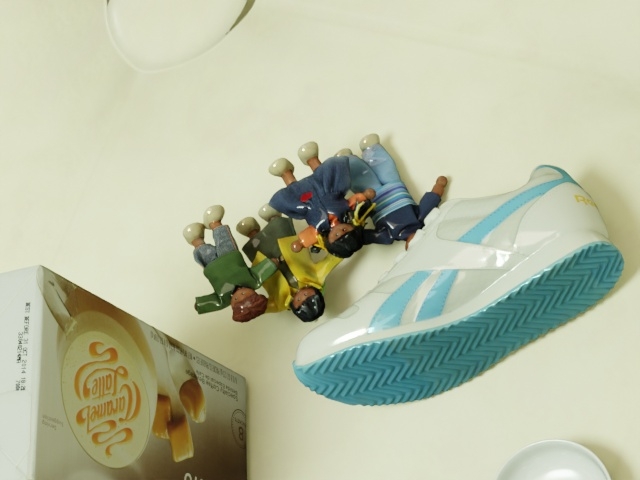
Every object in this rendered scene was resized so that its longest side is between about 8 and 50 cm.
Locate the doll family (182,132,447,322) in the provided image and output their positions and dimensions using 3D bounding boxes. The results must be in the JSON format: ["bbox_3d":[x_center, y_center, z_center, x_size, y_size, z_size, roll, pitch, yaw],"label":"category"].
[{"bbox_3d":[0.000,0.000,1.192,0.193,0.076,0.111,-37,52,7],"label":"doll family"}]

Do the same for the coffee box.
[{"bbox_3d":[-0.150,0.127,1.113,0.098,0.246,0.141,-12,63,25],"label":"coffee box"}]

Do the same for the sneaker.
[{"bbox_3d":[0.084,0.034,1.131,0.228,0.087,0.092,-27,52,9],"label":"sneaker"}]

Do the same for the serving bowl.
[{"bbox_3d":[0.148,0.168,1.065,0.083,0.027,0.083,-11,65,25],"label":"serving bowl"}]
